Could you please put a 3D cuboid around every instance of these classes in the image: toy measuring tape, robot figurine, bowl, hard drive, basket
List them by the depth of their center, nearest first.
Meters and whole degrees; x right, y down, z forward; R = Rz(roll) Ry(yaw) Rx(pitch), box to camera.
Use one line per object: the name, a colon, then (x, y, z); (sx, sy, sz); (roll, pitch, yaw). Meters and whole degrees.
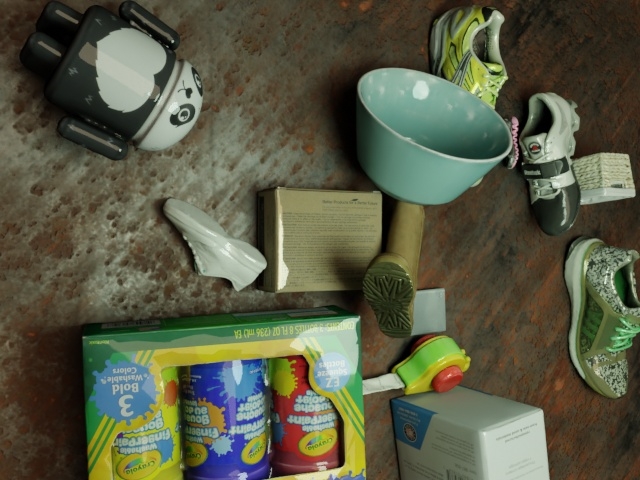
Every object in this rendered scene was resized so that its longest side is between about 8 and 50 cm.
robot figurine: (-0.321, -0.258, 1.124); (0.278, 0.174, 0.209); (29, 109, -26)
bowl: (0.192, -0.185, 1.376); (0.311, 0.312, 0.163); (-4, 136, -29)
toy measuring tape: (0.193, 0.253, 1.439); (0.330, 0.121, 0.121); (1, 90, -37)
hard drive: (0.207, 0.153, 1.513); (0.135, 0.022, 0.094); (-3, 93, -29)
basket: (0.632, -0.142, 1.668); (0.113, 0.167, 0.103); (-1, 85, -29)

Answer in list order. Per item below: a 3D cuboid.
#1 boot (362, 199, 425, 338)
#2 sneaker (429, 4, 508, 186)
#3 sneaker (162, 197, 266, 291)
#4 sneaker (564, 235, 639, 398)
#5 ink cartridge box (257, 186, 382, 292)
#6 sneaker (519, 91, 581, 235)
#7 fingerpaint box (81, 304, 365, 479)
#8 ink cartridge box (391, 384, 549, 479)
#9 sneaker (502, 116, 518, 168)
boot: (0.146, 0.014, 1.338); (0.236, 0.089, 0.270); (82, 18, -50)
sneaker: (0.309, -0.304, 1.493); (0.145, 0.147, 0.385); (-6, 95, -31)
sneaker: (-0.203, 0.015, 1.260); (0.212, 0.080, 0.094); (38, 105, -15)
sneaker: (0.704, 0.193, 1.700); (0.158, 0.182, 0.411); (-16, 99, -28)
ink cartridge box: (0.000, 0.000, 1.357); (0.234, 0.088, 0.193); (1, 90, -30)
sneaker: (0.504, -0.176, 1.611); (0.146, 0.122, 0.331); (10, 77, -42)
fingerpaint box: (-0.156, 0.313, 1.181); (0.444, 0.163, 0.371); (-2, 92, -16)
ink cartridge box: (0.305, 0.516, 1.423); (0.166, 0.285, 0.395); (-10, 96, -29)
sneaker: (0.419, -0.222, 1.620); (0.057, 0.047, 0.119); (-2, 91, -7)
